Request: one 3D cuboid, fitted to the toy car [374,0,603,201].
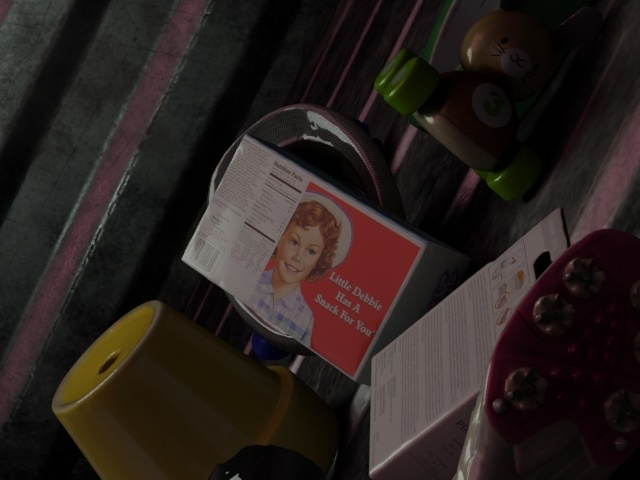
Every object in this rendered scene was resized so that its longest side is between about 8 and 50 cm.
[{"bbox_3d":[0.170,-0.161,1.322,0.188,0.155,0.149,-50,12,7],"label":"toy car"}]

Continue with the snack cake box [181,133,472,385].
[{"bbox_3d":[0.002,0.019,1.424,0.264,0.089,0.152,33,98,36],"label":"snack cake box"}]

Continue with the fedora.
[{"bbox_3d":[0.009,-0.003,1.559,0.244,0.124,0.275,-43,58,21],"label":"fedora"}]

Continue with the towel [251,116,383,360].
[{"bbox_3d":[0.000,0.000,1.979,0.308,0.076,0.227,-59,18,23],"label":"towel"}]

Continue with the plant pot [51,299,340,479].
[{"bbox_3d":[-0.149,0.201,1.542,0.254,0.239,0.254,-40,17,14],"label":"plant pot"}]

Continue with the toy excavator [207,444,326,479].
[{"bbox_3d":[-0.126,0.438,1.194,0.433,0.445,0.222,-16,29,16],"label":"toy excavator"}]

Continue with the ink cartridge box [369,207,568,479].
[{"bbox_3d":[0.134,0.094,1.176,0.225,0.056,0.181,-40,19,21],"label":"ink cartridge box"}]

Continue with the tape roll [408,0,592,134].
[{"bbox_3d":[0.202,-0.250,1.533,0.321,0.077,0.321,-60,12,21],"label":"tape roll"}]

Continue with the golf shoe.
[{"bbox_3d":[0.126,0.136,0.892,0.306,0.115,0.140,-66,7,-15],"label":"golf shoe"}]
